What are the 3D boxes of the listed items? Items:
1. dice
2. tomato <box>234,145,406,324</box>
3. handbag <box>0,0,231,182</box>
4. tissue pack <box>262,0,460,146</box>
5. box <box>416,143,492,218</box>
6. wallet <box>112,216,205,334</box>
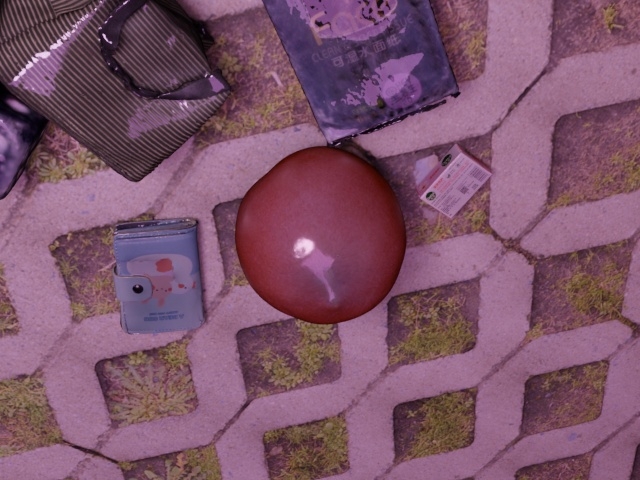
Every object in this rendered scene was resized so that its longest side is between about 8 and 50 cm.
[{"bbox_3d":[-0.567,-0.187,1.238,0.183,0.182,0.181,30,116,-21],"label":"dice"},{"bbox_3d":[0.000,0.000,1.350,0.321,0.321,0.322,-3,123,-5],"label":"tomato"},{"bbox_3d":[-0.309,-0.285,1.161,0.240,0.247,0.340,-33,138,15],"label":"handbag"},{"bbox_3d":[0.059,-0.365,1.239,0.259,0.122,0.361,-19,125,9],"label":"tissue pack"},{"bbox_3d":[0.262,-0.116,1.466,0.089,0.043,0.125,31,114,-24],"label":"box"},{"bbox_3d":[-0.327,0.076,1.504,0.176,0.075,0.250,-5,123,-11],"label":"wallet"}]
